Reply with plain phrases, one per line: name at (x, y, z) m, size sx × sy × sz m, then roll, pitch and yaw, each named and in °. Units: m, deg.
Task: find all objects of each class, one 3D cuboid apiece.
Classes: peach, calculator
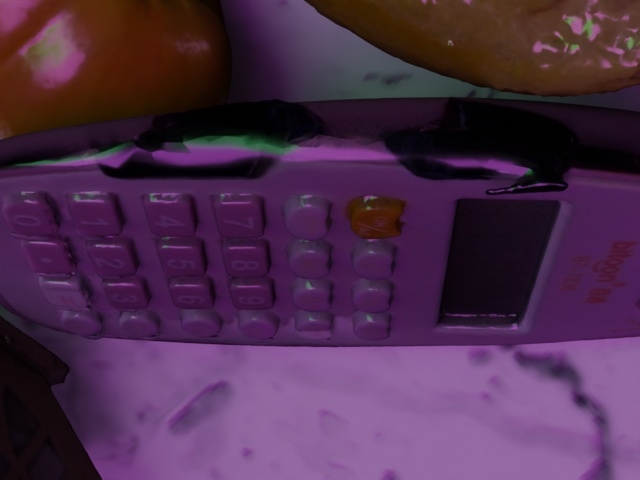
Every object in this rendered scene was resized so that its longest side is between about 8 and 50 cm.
peach at (-0.104, -0.081, 0.614) m, size 0.138 × 0.138 × 0.138 m, roll 4°, pitch 110°, yaw 12°
calculator at (0.000, -0.002, 0.593) m, size 0.294 × 0.194 × 0.043 m, roll -1°, pitch 69°, yaw 1°

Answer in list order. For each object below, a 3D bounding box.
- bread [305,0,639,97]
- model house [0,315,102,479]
bread at (0.080, -0.181, 0.525) m, size 0.270 × 0.148 × 0.269 m, roll 3°, pitch 106°, yaw 11°
model house at (-0.216, 0.046, 0.655) m, size 0.181 × 0.176 × 0.248 m, roll -18°, pitch 109°, yaw 19°
